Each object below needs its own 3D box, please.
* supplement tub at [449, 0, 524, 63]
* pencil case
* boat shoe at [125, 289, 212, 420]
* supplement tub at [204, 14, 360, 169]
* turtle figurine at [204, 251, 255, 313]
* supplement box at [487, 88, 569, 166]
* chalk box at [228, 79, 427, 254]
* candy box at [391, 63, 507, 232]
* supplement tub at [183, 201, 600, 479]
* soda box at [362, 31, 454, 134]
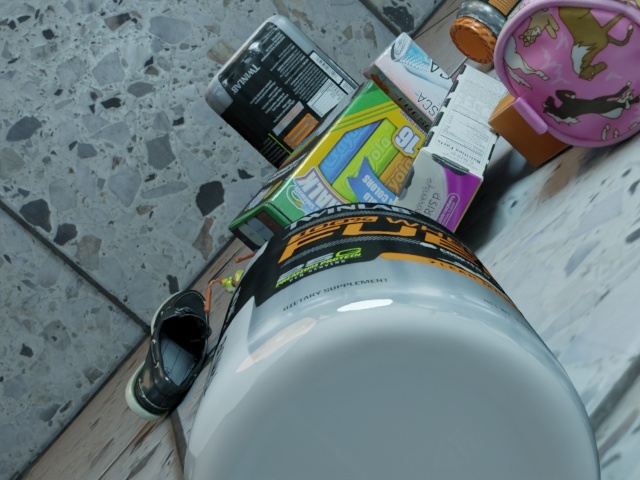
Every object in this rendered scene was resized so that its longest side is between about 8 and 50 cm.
[{"bbox_3d":[0.312,-0.400,1.565,0.190,0.117,0.117,-49,9,-13],"label":"supplement tub"},{"bbox_3d":[0.298,-0.256,0.881,0.386,0.160,0.167,-55,-28,-38],"label":"pencil case"},{"bbox_3d":[-0.262,0.189,1.734,0.113,0.127,0.340,-41,12,30],"label":"boat shoe"},{"bbox_3d":[-0.018,-0.211,1.601,0.207,0.338,0.207,-46,9,9],"label":"supplement tub"},{"bbox_3d":[-0.090,0.046,1.657,0.217,0.087,0.269,-34,6,30],"label":"turtle figurine"},{"bbox_3d":[0.265,-0.185,0.984,0.233,0.078,0.080,-54,8,-36],"label":"supplement box"},{"bbox_3d":[0.013,-0.028,1.192,0.289,0.179,0.180,-52,10,-20],"label":"chalk box"},{"bbox_3d":[0.134,-0.073,1.002,0.159,0.071,0.233,-66,-5,37],"label":"candy box"},{"bbox_3d":[0.030,0.085,0.552,0.193,0.193,0.316,-47,9,8],"label":"supplement tub"},{"bbox_3d":[0.144,-0.179,1.186,0.063,0.183,0.058,-48,9,-12],"label":"soda box"}]
